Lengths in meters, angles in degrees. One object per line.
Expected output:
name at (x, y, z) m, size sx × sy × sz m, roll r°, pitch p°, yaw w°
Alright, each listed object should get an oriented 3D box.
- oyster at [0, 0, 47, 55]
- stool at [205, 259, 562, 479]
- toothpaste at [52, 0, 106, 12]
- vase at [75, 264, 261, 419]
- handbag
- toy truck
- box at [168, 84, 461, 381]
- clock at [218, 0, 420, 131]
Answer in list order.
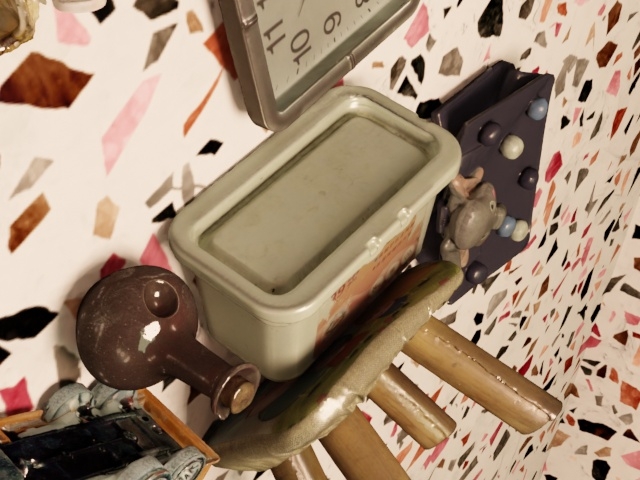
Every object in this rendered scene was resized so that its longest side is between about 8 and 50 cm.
oyster at (-0.239, -0.171, 0.562) m, size 0.105 × 0.056 × 0.177 m, roll -53°, pitch 150°, yaw 6°
stool at (0.063, 0.210, 1.040) m, size 0.310 × 0.226 × 0.310 m, roll -41°, pitch -176°, yaw -31°
toothpaste at (-0.172, -0.302, 0.566) m, size 0.056 × 0.058 × 0.314 m, roll -3°, pitch 122°, yaw -6°
vase at (-0.134, 0.098, 0.805) m, size 0.120 × 0.183 × 0.120 m, roll -38°, pitch 143°, yaw -36°
handbag at (0.235, -0.074, 1.315) m, size 0.269 × 0.118 × 0.325 m, roll -37°, pitch 139°, yaw -36°
toy truck at (-0.258, 0.246, 0.789) m, size 0.338 × 0.133 × 0.184 m, roll -3°, pitch 125°, yaw -59°
box at (0.000, 0.000, 0.968) m, size 0.312 × 0.175 × 0.182 m, roll -43°, pitch 154°, yaw -30°
clock at (0.001, -0.279, 0.850) m, size 0.279 × 0.049 × 0.273 m, roll -45°, pitch 145°, yaw -28°
